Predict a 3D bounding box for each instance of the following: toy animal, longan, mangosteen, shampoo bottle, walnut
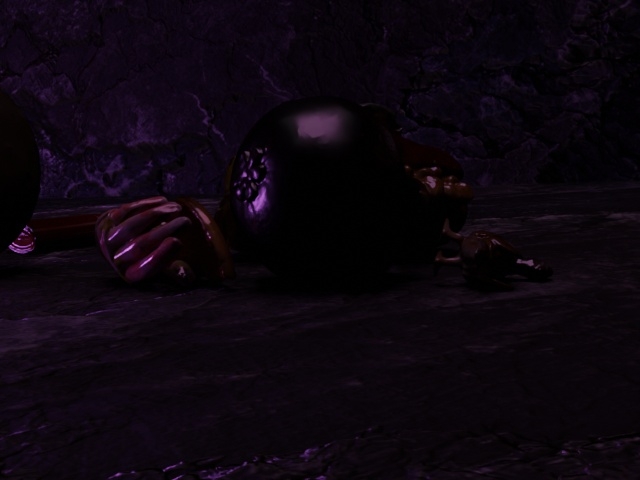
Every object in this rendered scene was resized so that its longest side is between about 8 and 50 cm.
[{"bbox_3d":[0.258,0.031,1.498,0.179,0.089,0.188,14,2,4],"label":"toy animal"},{"bbox_3d":[-0.694,-0.126,1.807,0.391,0.391,0.391,-2,7,0],"label":"longan"},{"bbox_3d":[0.018,-0.073,1.575,0.313,0.297,0.297,10,5,-6],"label":"mangosteen"},{"bbox_3d":[-0.545,-0.019,2.206,0.102,0.064,0.260,9,11,33],"label":"shampoo bottle"},{"bbox_3d":[0.149,-0.088,1.840,0.269,0.222,0.244,-1,-8,-25],"label":"walnut"}]

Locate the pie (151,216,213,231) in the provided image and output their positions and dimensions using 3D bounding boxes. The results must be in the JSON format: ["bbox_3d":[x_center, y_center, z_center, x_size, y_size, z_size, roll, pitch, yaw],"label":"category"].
[{"bbox_3d":[-0.286,-0.022,2.190,0.274,0.055,0.274,-2,7,0],"label":"pie"}]

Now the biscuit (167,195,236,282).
[{"bbox_3d":[-0.195,-0.001,1.622,0.033,0.145,0.224,-20,7,-26],"label":"biscuit"}]

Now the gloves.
[{"bbox_3d":[-0.281,0.010,1.624,0.126,0.145,0.241,-14,7,-20],"label":"gloves"}]

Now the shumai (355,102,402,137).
[{"bbox_3d":[0.101,-0.161,2.256,0.292,0.289,0.330,2,9,38],"label":"shumai"}]

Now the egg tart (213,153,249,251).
[{"bbox_3d":[-0.073,-0.118,1.948,0.341,0.341,0.132,-10,54,-49],"label":"egg tart"}]
